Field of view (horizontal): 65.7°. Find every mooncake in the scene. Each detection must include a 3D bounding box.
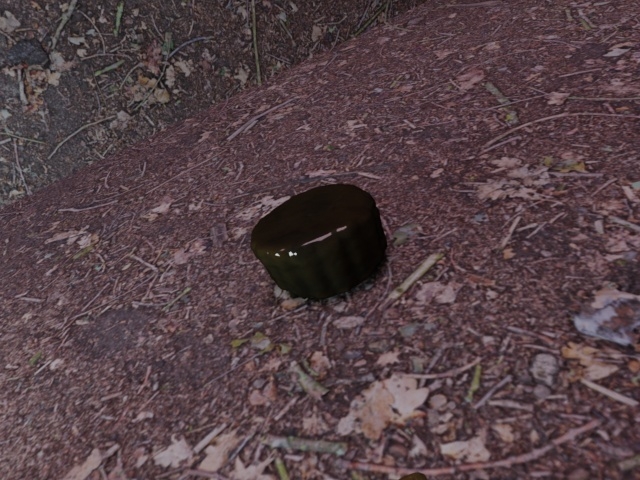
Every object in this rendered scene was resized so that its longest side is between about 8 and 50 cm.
[{"bbox_3d":[0.000,0.000,0.853,0.228,0.124,0.228,-18,29,10],"label":"mooncake"}]

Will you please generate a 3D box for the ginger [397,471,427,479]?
[{"bbox_3d":[0.024,0.319,0.376,0.270,0.123,0.219,-34,31,-4],"label":"ginger"}]
